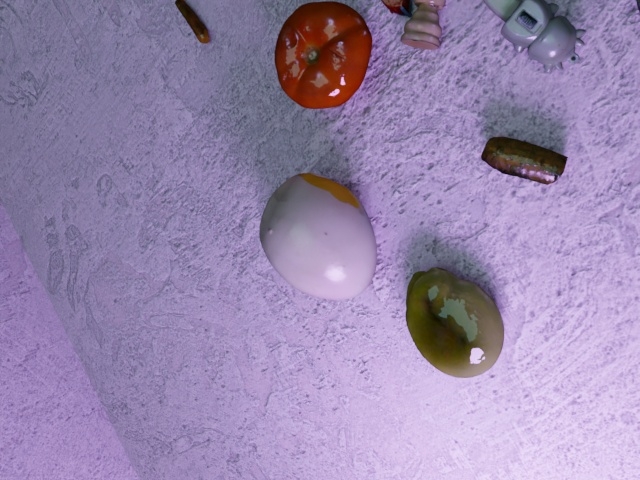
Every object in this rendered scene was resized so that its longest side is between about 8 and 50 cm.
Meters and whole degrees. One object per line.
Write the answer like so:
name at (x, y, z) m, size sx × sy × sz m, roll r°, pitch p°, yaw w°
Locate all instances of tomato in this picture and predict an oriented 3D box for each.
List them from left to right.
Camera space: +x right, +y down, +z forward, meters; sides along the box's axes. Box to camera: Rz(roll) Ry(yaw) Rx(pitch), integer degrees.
tomato at (0.014, -0.452, 1.200) m, size 0.259 × 0.180 × 0.260 m, roll 9°, pitch 108°, yaw 28°

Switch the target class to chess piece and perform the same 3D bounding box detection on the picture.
chess piece at (0.247, -0.530, 1.098) m, size 0.094 × 0.094 × 0.171 m, roll 21°, pitch 107°, yaw 26°

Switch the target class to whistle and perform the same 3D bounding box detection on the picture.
whistle at (0.435, -0.445, 1.001) m, size 0.244 × 0.092 × 0.110 m, roll 45°, pitch 121°, yaw 13°

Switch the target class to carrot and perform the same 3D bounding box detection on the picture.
carrot at (-0.391, -0.672, 1.477) m, size 0.042 × 0.042 × 0.171 m, roll -43°, pitch 75°, yaw 31°
carrot at (0.444, -0.176, 1.065) m, size 0.173 × 0.082 × 0.082 m, roll 26°, pitch 113°, yaw 21°

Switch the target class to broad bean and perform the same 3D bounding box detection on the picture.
broad bean at (0.325, 0.201, 1.199) m, size 0.237 × 0.119 × 0.291 m, roll -26°, pitch 88°, yaw 32°

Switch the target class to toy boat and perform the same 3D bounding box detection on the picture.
toy boat at (0.164, -0.604, 1.147) m, size 0.069 × 0.058 × 0.173 m, roll -33°, pitch 90°, yaw 33°

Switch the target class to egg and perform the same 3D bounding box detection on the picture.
egg at (0.000, 0.000, 1.255) m, size 0.283 × 0.283 × 0.345 m, roll -41°, pitch 85°, yaw 31°

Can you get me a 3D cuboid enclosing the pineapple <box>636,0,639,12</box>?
pineapple at (0.642, -0.456, 0.855) m, size 0.364 × 0.165 × 0.166 m, roll 47°, pitch 120°, yaw 23°
